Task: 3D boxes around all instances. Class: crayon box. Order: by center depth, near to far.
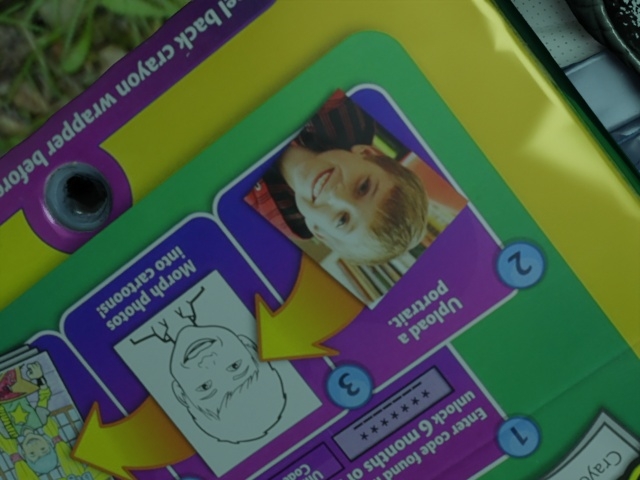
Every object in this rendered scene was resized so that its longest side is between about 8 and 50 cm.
[{"bbox_3d":[-0.015,0.068,0.594,0.363,0.106,0.313,-36,96,15],"label":"crayon box"}]

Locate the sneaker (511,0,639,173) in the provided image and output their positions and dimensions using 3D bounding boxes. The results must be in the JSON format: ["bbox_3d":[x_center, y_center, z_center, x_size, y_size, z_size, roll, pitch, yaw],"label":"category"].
[{"bbox_3d":[0.235,-0.070,0.642,0.322,0.130,0.236,1,101,8],"label":"sneaker"}]

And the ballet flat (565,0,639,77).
[{"bbox_3d":[0.158,-0.086,0.568,0.057,0.049,0.173,-39,88,3],"label":"ballet flat"}]
